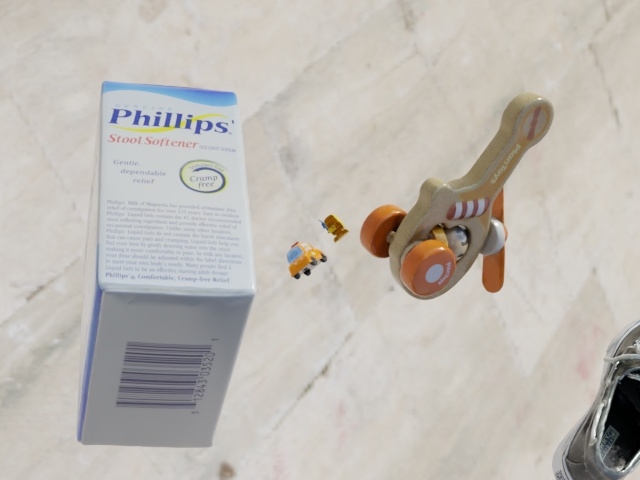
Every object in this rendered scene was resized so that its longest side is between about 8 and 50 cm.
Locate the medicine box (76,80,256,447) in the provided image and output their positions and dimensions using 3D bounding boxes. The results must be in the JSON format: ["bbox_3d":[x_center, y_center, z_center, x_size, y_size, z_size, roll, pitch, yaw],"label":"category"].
[{"bbox_3d":[-0.169,0.027,1.186,0.149,0.263,0.289,4,47,-14],"label":"medicine box"}]

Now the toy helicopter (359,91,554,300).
[{"bbox_3d":[0.242,-0.060,1.702,0.235,0.140,0.355,26,102,-44],"label":"toy helicopter"}]

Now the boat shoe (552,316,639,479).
[{"bbox_3d":[0.386,0.182,1.370,0.113,0.105,0.306,44,55,8],"label":"boat shoe"}]

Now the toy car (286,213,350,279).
[{"bbox_3d":[0.000,0.000,1.339,0.040,0.122,0.060,53,40,9],"label":"toy car"}]
